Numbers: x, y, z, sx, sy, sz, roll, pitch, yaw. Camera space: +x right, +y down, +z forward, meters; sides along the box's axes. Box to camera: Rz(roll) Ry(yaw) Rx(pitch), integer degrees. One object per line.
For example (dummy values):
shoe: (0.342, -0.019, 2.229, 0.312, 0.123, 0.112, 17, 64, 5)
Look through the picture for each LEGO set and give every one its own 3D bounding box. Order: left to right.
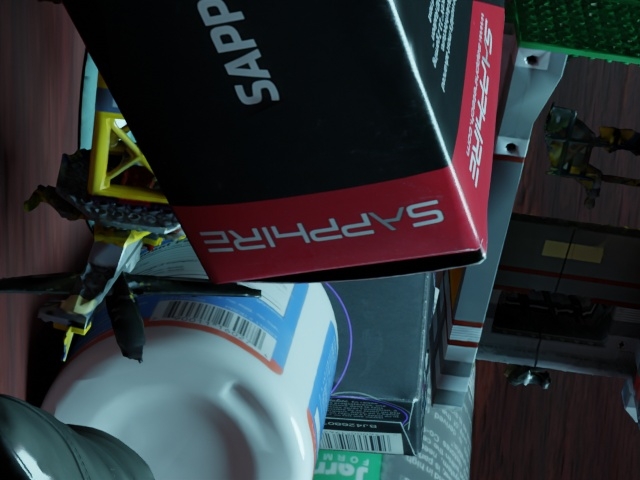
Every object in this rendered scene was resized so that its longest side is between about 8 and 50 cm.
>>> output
LEGO set: (0.030, -0.045, 0.782, 0.255, 0.331, 0.192, -103, -160, -55)

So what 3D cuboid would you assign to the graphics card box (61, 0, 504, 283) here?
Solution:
graphics card box: (-0.035, -0.191, 0.501, 0.371, 0.094, 0.232, 66, 24, -46)

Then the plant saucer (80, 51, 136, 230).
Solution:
plant saucer: (-0.096, -0.063, 0.945, 0.119, 0.021, 0.119, 5, 90, -86)

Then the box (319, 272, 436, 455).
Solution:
box: (0.000, 0.000, 1.344, 0.143, 0.165, 0.270, 82, 13, -69)

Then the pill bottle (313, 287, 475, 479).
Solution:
pill bottle: (0.017, 0.209, 1.528, 0.361, 0.204, 0.204, -83, 175, -45)

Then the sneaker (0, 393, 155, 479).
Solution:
sneaker: (-0.110, 0.179, 0.570, 0.130, 0.109, 0.286, 62, 24, -65)

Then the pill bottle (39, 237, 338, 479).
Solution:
pill bottle: (-0.055, 0.064, 0.921, 0.221, 0.124, 0.124, -72, 165, -72)
